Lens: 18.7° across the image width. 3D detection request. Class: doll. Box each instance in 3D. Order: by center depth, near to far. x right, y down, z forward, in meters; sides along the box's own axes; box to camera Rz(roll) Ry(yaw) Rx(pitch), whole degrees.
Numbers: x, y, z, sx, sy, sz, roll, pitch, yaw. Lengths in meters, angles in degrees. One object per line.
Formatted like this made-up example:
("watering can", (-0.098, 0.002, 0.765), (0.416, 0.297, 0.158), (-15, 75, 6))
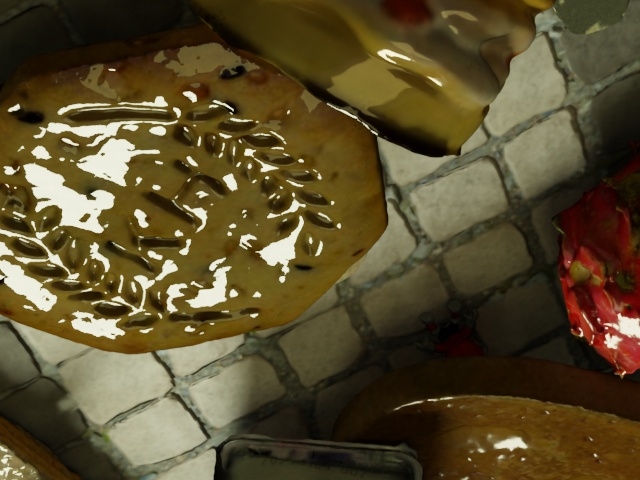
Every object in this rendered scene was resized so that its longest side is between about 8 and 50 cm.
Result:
("doll", (0.127, 0.105, 1.754), (0.057, 0.039, 0.114), (-45, 124, -26))

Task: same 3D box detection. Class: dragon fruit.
("dragon fruit", (0.327, 0.007, 1.654), (0.268, 0.210, 0.205), (-38, 151, 3))

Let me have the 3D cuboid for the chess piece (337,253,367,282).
("chess piece", (0.000, 0.000, 1.617), (0.083, 0.038, 0.084), (-12, 132, -14))

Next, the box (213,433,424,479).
("box", (-0.011, 0.329, 1.792), (0.190, 0.112, 0.370), (4, 133, -2))

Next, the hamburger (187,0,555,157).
("hamburger", (0.044, -0.212, 1.319), (0.276, 0.276, 0.237), (22, 106, -34))

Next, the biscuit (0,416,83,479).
("biscuit", (-0.230, 0.258, 1.725), (0.094, 0.054, 0.379), (-35, 132, 8))

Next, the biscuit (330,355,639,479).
("biscuit", (0.188, 0.202, 1.788), (0.367, 0.063, 0.314), (13, 146, -16))

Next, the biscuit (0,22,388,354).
("biscuit", (-0.118, -0.027, 1.494), (0.359, 0.046, 0.359), (-4, 138, -4))

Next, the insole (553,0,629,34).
("insole", (0.195, -0.257, 1.502), (0.081, 0.011, 0.248), (-23, 133, -4))
